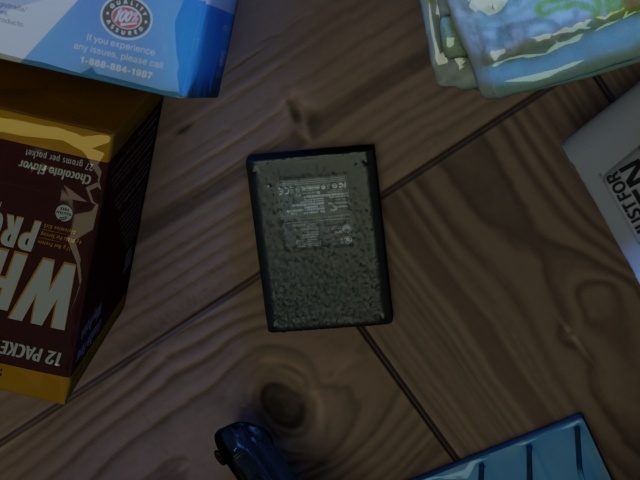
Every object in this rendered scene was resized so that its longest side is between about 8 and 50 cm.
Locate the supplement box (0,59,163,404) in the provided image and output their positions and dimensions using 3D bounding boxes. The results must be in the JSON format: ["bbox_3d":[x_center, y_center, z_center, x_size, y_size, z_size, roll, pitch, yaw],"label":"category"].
[{"bbox_3d":[-0.201,-0.021,1.303,0.129,0.191,0.194,13,109,2],"label":"supplement box"}]

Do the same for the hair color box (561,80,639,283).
[{"bbox_3d":[0.358,-0.096,1.210,0.374,0.185,0.113,-39,128,16],"label":"hair color box"}]

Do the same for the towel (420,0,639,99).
[{"bbox_3d":[0.218,-0.279,1.162,0.374,0.090,0.320,-15,85,18],"label":"towel"}]

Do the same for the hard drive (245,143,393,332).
[{"bbox_3d":[0.000,0.000,1.376,0.094,0.022,0.135,-4,107,7],"label":"hard drive"}]

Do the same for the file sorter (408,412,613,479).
[{"bbox_3d":[0.141,0.228,1.390,0.170,0.104,0.118,-23,104,12],"label":"file sorter"}]

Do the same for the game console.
[{"bbox_3d":[0.036,0.286,1.386,0.044,0.213,0.361,-35,82,-3],"label":"game console"}]

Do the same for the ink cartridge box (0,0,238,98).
[{"bbox_3d":[-0.140,-0.242,1.196,0.198,0.197,0.270,13,95,2],"label":"ink cartridge box"}]
